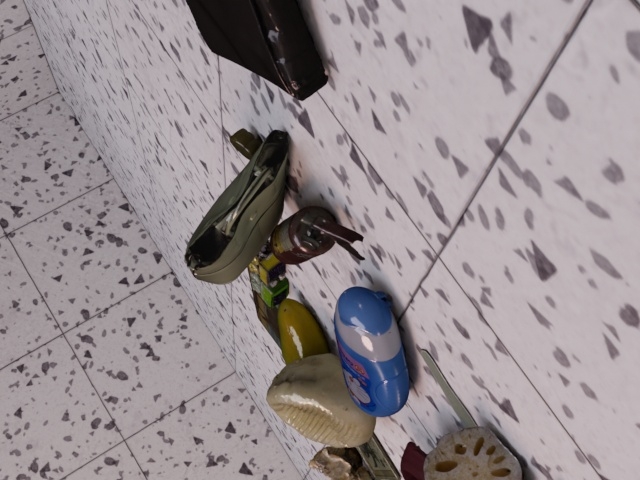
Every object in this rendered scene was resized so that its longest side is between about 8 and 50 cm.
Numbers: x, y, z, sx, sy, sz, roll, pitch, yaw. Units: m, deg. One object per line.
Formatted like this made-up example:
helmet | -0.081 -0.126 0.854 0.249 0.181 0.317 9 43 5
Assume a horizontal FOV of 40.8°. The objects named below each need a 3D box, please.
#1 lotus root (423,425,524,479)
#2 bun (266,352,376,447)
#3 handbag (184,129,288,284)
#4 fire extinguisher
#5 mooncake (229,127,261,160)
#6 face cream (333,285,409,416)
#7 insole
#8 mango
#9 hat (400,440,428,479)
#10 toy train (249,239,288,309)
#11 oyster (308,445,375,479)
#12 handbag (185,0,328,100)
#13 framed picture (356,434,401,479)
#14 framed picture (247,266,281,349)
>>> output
lotus root | 0.198 0.311 1.117 0.122 0.112 0.081 49 168 30
bun | 0.010 0.291 1.613 0.231 0.133 0.231 19 152 11
handbag | -0.129 -0.049 1.285 0.109 0.241 0.315 32 167 4
fire extinguisher | -0.001 -0.008 1.273 0.252 0.106 0.075 154 128 -74
mooncake | -0.187 -0.280 1.342 0.150 0.057 0.346 23 140 45
face cream | 0.076 0.165 1.287 0.149 0.083 0.264 45 159 34
insole | 0.183 0.217 1.199 0.152 0.002 0.053 58 165 5
mango | -0.034 0.211 1.714 0.122 0.086 0.191 44 156 54
hat | 0.203 0.370 1.260 0.205 0.089 0.205 48 165 18
toy train | -0.102 0.070 1.728 0.081 0.060 0.202 47 161 18
oyster | 0.087 0.559 1.995 0.233 0.107 0.161 41 165 3
handbag | -0.095 -0.292 1.001 0.247 0.080 0.223 38 161 48
framed picture | 0.101 0.445 1.869 0.173 0.010 0.231 57 165 9
framed picture | -0.066 0.221 1.955 0.347 0.016 0.265 49 159 31
